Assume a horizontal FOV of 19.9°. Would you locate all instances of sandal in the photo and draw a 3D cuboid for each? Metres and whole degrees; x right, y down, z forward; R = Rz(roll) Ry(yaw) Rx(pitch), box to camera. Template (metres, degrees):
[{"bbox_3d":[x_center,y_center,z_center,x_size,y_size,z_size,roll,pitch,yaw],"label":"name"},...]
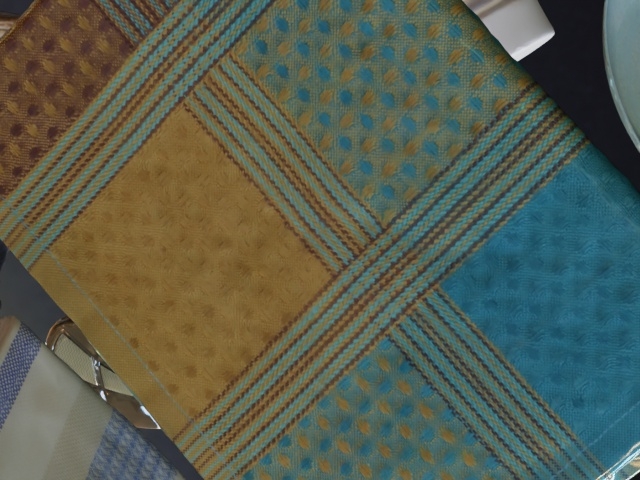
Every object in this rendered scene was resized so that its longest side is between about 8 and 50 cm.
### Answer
[{"bbox_3d":[-0.091,0.087,1.314,0.060,0.219,0.090,-106,27,-51],"label":"sandal"}]

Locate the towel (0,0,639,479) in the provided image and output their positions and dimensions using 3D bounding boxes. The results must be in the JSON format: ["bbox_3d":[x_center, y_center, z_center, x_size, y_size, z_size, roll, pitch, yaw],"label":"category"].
[{"bbox_3d":[0.000,0.000,0.892,0.370,0.271,0.040,49,-158,4],"label":"towel"}]

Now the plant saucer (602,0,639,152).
[{"bbox_3d":[0.229,-0.096,1.093,0.037,0.195,0.195,-24,93,51],"label":"plant saucer"}]

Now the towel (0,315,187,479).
[{"bbox_3d":[-0.096,0.190,0.901,0.285,0.034,0.209,48,-150,-22],"label":"towel"}]

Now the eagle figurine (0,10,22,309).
[{"bbox_3d":[-0.301,-0.019,1.143,0.226,0.225,0.298,14,86,63],"label":"eagle figurine"}]

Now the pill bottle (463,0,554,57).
[{"bbox_3d":[0.059,-0.252,1.478,0.283,0.161,0.161,59,162,1],"label":"pill bottle"}]
